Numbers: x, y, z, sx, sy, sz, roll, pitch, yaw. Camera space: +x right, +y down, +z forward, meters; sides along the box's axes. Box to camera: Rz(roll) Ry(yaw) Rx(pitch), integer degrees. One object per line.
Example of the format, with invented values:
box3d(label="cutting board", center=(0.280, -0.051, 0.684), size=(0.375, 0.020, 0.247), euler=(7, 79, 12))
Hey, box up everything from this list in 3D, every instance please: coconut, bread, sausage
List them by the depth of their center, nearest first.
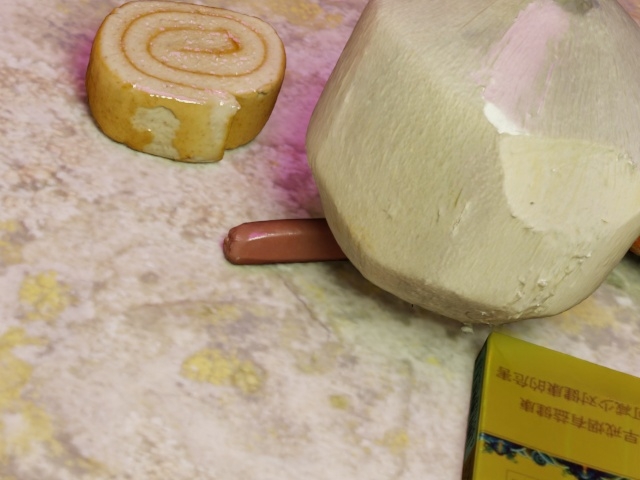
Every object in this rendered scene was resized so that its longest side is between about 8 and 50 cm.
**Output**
box3d(label="coconut", center=(0.128, -0.078, 1.234), size=(0.245, 0.247, 0.245), euler=(17, 42, -16))
box3d(label="sausage", center=(0.000, 0.000, 1.301), size=(0.147, 0.035, 0.030), euler=(-4, 21, -26))
box3d(label="bread", center=(-0.103, -0.118, 1.355), size=(0.149, 0.073, 0.122), euler=(7, 49, -14))

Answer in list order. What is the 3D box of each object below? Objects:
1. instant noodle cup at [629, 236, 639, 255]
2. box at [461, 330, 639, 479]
box3d(label="instant noodle cup", center=(0.293, -0.058, 1.385), size=(0.153, 0.205, 0.205), euler=(24, 40, 17))
box3d(label="box", center=(0.167, 0.185, 1.173), size=(0.153, 0.041, 0.279), euler=(18, 42, -5))
